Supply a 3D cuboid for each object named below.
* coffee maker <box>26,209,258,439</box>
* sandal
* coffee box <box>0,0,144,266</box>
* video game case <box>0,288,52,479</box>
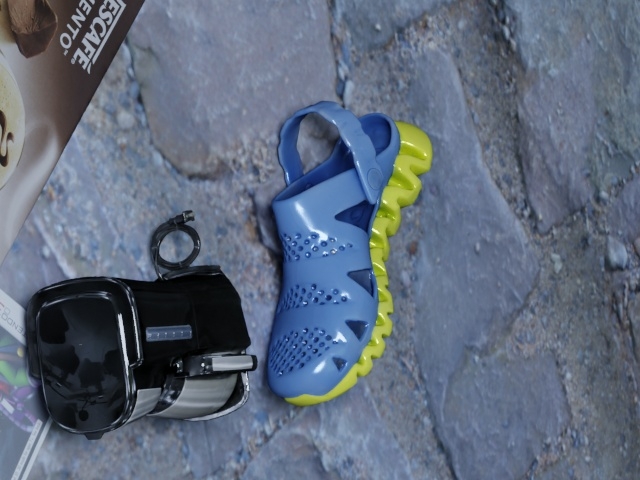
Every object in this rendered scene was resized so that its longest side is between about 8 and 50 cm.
[{"bbox_3d":[-0.151,0.068,1.574,0.178,0.120,0.171,4,55,-63],"label":"coffee maker"},{"bbox_3d":[0.000,0.000,1.776,0.138,0.126,0.317,39,50,-37],"label":"sandal"},{"bbox_3d":[-0.269,-0.127,1.451,0.168,0.119,0.297,49,52,-35],"label":"coffee box"},{"bbox_3d":[-0.276,0.123,1.495,0.173,0.022,0.190,46,54,-38],"label":"video game case"}]
